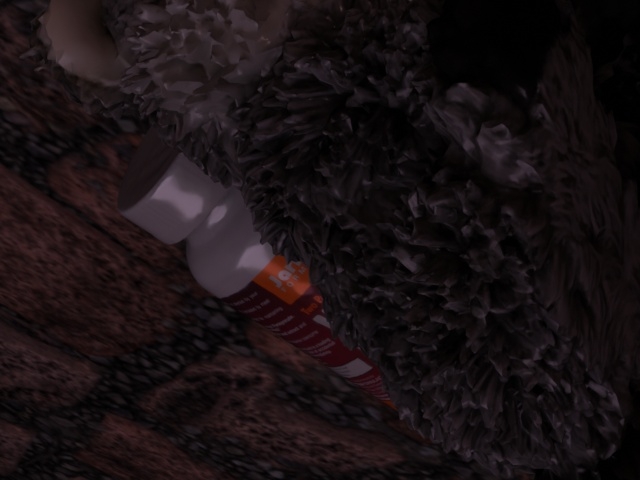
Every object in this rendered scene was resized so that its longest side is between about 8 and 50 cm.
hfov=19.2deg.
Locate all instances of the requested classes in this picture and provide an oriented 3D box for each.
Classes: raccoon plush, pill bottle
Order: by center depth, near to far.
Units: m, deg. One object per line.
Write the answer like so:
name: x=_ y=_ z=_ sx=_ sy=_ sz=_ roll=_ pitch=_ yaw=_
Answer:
raccoon plush: x=0.014 y=0.027 z=0.870 sx=0.299 sy=0.447 sz=0.216 roll=3 pitch=180 yaw=37
pill bottle: x=0.000 y=0.000 z=1.099 sx=0.221 sy=0.121 sz=0.121 roll=33 pitch=152 yaw=-19
